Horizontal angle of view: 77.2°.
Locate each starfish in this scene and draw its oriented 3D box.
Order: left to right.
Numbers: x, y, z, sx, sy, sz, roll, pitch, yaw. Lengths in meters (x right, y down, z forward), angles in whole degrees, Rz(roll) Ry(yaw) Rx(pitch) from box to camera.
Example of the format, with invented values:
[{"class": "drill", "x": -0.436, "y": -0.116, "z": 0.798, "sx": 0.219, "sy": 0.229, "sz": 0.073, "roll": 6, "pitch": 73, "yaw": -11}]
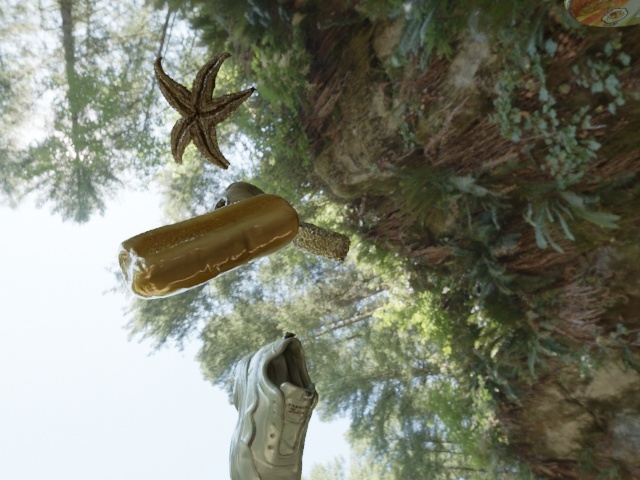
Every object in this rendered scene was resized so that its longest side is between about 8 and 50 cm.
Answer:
[{"class": "starfish", "x": -0.230, "y": -0.249, "z": 0.759, "sx": 0.241, "sy": 0.227, "sz": 0.043, "roll": 51, "pitch": -164, "yaw": -5}]

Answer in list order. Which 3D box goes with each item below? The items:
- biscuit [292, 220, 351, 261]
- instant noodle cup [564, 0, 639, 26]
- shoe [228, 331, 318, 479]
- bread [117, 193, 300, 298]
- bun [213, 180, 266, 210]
[{"class": "biscuit", "x": 0.000, "y": 0.000, "z": 1.081, "sx": 0.070, "sy": 0.168, "sz": 0.082, "roll": -12, "pitch": -65, "yaw": -62}, {"class": "instant noodle cup", "x": 0.446, "y": -0.411, "z": 0.532, "sx": 0.204, "sy": 0.205, "sz": 0.153, "roll": 1, "pitch": -90, "yaw": -32}, {"class": "shoe", "x": -0.081, "y": 0.347, "z": 0.773, "sx": 0.132, "sy": 0.210, "sz": 0.342, "roll": 16, "pitch": -136, "yaw": -30}, {"class": "bread", "x": -0.176, "y": 0.007, "z": 0.684, "sx": 0.305, "sy": 0.091, "sz": 0.142, "roll": -23, "pitch": -137, "yaw": -32}, {"class": "bun", "x": -0.192, "y": -0.060, "z": 0.938, "sx": 0.113, "sy": 0.173, "sz": 0.167, "roll": 16, "pitch": -123, "yaw": -42}]
